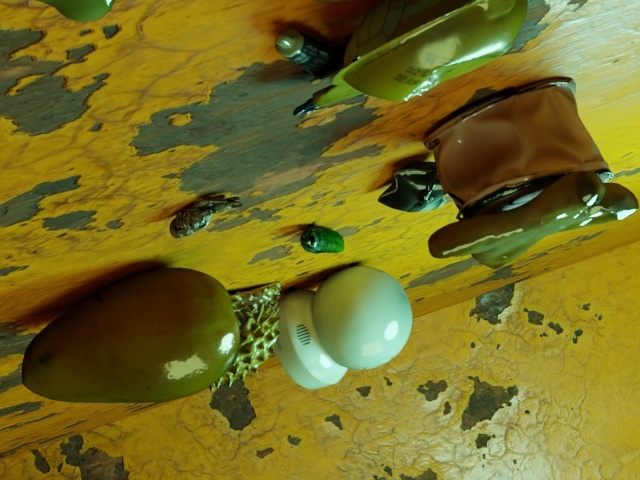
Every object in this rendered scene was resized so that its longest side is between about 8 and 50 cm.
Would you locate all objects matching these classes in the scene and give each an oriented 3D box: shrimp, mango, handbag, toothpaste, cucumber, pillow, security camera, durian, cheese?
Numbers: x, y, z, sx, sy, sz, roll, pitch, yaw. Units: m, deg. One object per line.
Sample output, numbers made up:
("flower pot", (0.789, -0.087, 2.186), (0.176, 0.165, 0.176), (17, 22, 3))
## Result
("shrimp", (-0.134, -0.030, 1.221), (0.092, 0.029, 0.038), (-28, 159, 12))
("mango", (-0.253, 0.140, 1.474), (0.317, 0.173, 0.211), (-16, 170, 19))
("handbag", (0.233, -0.098, 1.287), (0.205, 0.116, 0.179), (-16, 169, -15))
("toothpaste", (-0.008, -0.149, 0.874), (0.037, 0.021, 0.140), (-27, 171, 16))
("cucumber", (0.000, 0.000, 1.561), (0.039, 0.039, 0.168), (-23, 171, 17))
("pillow", (0.131, -0.069, 1.413), (0.091, 0.055, 0.136), (-24, 172, -12))
("security camera", (0.048, 0.147, 1.969), (0.236, 0.195, 0.194), (-27, 167, 25))
("durian", (-0.208, 0.162, 1.821), (0.260, 0.154, 0.186), (-33, 139, 25))
("cheese", (0.069, -0.148, 0.861), (0.177, 0.069, 0.270), (-25, 180, -31))

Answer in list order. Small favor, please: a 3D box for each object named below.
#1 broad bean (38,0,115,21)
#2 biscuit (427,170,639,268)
("broad bean", (-0.142, -0.150, 0.593), (0.063, 0.045, 0.083), (-12, 165, 26))
("biscuit", (0.244, -0.022, 1.251), (0.207, 0.047, 0.164), (-23, 159, 31))
